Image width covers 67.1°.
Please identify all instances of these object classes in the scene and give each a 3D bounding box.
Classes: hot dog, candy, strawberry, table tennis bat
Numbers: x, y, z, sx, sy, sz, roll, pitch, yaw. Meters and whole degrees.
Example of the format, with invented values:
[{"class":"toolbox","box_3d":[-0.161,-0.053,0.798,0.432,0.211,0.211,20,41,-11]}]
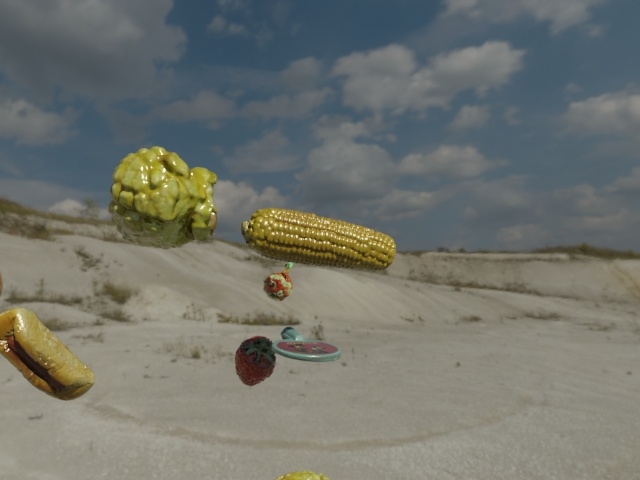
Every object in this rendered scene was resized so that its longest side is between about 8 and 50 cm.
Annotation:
[{"class":"hot dog","box_3d":[-0.567,0.244,0.983,0.084,0.243,0.073,-29,24,5]},{"class":"candy","box_3d":[-0.094,0.069,1.464,0.078,0.084,0.288,-19,29,34]},{"class":"strawberry","box_3d":[-0.188,0.336,1.348,0.131,0.131,0.148,3,-32,-42]},{"class":"table tennis bat","box_3d":[-0.044,0.240,1.103,0.152,0.040,0.244,6,0,-18]}]

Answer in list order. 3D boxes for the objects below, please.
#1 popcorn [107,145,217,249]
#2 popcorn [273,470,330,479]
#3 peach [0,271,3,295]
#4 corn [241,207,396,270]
[{"class":"popcorn","box_3d":[-0.358,-0.090,1.101,0.257,0.224,0.270,8,-21,31]},{"class":"popcorn","box_3d":[-0.056,0.782,1.344,0.281,0.282,0.247,1,11,-33]},{"class":"peach","box_3d":[-0.579,0.063,0.761,0.151,0.151,0.118,1,-25,-36]},{"class":"corn","box_3d":[0.000,0.000,1.099,0.362,0.121,0.120,8,-12,-16]}]
